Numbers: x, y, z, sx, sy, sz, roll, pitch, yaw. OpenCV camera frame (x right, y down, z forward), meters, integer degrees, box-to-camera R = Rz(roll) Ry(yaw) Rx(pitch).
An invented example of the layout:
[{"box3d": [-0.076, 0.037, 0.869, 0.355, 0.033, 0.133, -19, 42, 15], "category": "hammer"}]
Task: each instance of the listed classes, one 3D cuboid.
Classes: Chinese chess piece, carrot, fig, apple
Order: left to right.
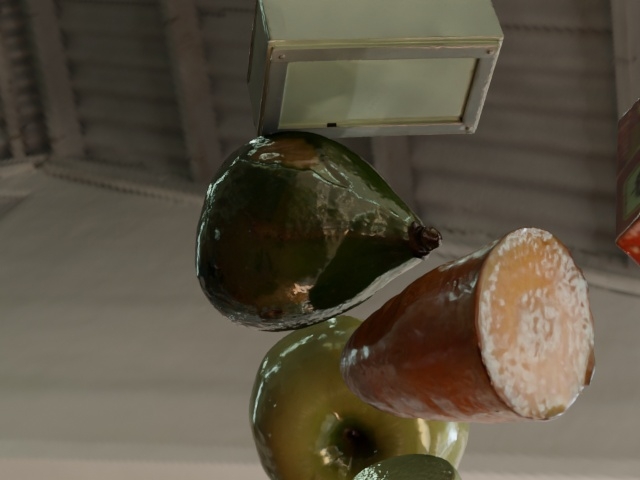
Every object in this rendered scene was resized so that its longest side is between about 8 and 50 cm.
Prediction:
[{"box3d": [0.000, 0.000, 1.308, 0.244, 0.195, 0.195, 12, -64, 19], "category": "fig"}, {"box3d": [0.047, 0.214, 1.674, 0.279, 0.279, 0.279, 7, -66, 15], "category": "apple"}, {"box3d": [0.057, 0.177, 0.941, 0.084, 0.084, 0.034, -8, -72, 20], "category": "Chinese chess piece"}, {"box3d": [0.112, 0.091, 1.218, 0.225, 0.159, 0.159, -19, -73, 47], "category": "carrot"}]

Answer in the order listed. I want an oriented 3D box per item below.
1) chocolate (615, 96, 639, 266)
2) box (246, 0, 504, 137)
[{"box3d": [0.377, -0.100, 1.315, 0.108, 0.237, 0.235, 28, -49, -9], "category": "chocolate"}, {"box3d": [0.049, -0.173, 1.355, 0.225, 0.086, 0.129, -3, -38, -11], "category": "box"}]
